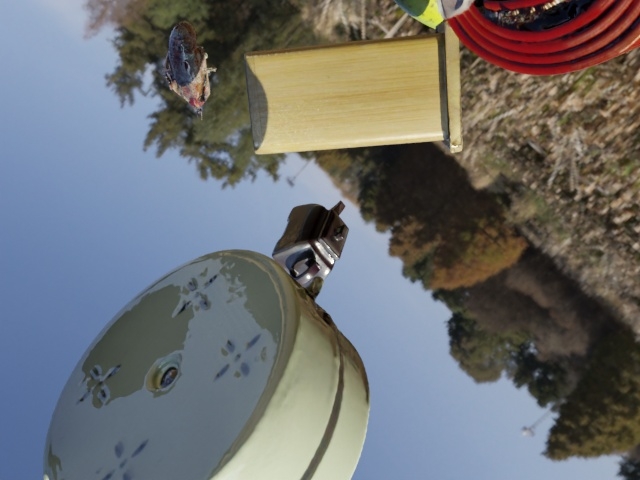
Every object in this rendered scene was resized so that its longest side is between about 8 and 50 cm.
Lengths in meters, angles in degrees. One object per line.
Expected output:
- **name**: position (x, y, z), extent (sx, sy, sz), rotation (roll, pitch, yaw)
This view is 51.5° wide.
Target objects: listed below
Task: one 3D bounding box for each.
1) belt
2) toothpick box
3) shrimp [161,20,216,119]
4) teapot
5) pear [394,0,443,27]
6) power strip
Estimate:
- **belt**: position (0.246, -0.295, 0.680), extent (0.324, 0.115, 0.227), rotation (23, 131, 58)
- **toothpick box**: position (0.054, -0.223, 1.010), extent (0.190, 0.308, 0.187), rotation (-70, -25, -74)
- **shrimp**: position (-0.222, -0.283, 1.131), extent (0.190, 0.075, 0.073), rotation (80, -159, -48)
- **teapot**: position (0.000, 0.000, 1.032), extent (0.087, 0.096, 0.177), rotation (51, -141, -25)
- **pear**: position (0.236, -0.489, 1.150), extent (0.292, 0.292, 0.159), rotation (38, 180, -23)
- **power strip**: position (-0.115, 0.179, 0.736), extent (0.161, 0.357, 0.357), rotation (50, -176, -36)
